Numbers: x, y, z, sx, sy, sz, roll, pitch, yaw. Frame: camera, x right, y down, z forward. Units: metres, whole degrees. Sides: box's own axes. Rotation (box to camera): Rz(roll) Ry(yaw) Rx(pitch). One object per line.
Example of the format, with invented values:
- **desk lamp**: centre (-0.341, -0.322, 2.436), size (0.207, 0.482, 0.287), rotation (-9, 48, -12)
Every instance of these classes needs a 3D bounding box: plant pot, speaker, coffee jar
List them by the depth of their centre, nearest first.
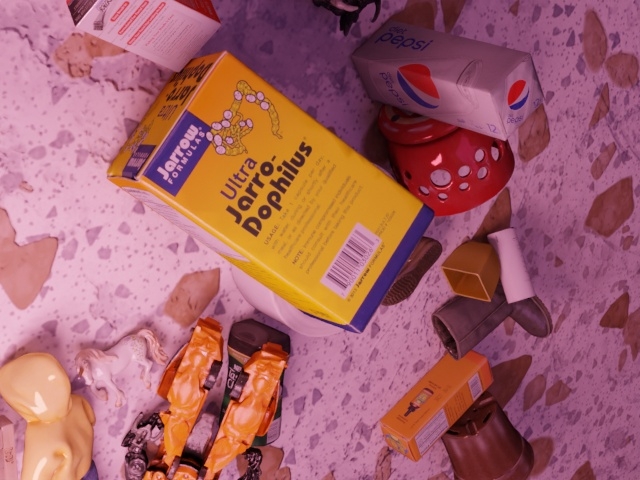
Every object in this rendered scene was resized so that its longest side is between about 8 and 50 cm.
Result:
- **coffee jar**: centre (-0.101, 0.216, 1.684), size (0.079, 0.096, 0.184), rotation (-13, 116, -49)
- **plant pot**: centre (0.194, -0.160, 1.735), size (0.191, 0.191, 0.174), rotation (-45, 130, -20)
- **plant pot**: centre (0.282, 0.049, 1.996), size (0.083, 0.081, 0.081), rotation (-57, 137, -27)
- **speaker**: centre (0.354, 0.047, 2.031), size (0.055, 0.055, 0.136), rotation (-14, 84, -40)
- **plant pot**: centre (0.307, 0.384, 2.120), size (0.167, 0.167, 0.165), rotation (-44, 124, -21)

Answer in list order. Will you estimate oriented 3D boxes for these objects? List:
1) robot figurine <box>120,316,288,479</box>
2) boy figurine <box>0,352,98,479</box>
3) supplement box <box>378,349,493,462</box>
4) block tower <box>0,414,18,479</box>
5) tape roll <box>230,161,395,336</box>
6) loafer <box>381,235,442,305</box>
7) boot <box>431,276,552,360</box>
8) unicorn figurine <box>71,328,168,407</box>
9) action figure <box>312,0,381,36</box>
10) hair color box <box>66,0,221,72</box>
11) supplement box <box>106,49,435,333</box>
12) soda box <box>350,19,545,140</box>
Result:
- **robot figurine**: centre (-0.165, 0.269, 1.605), size (0.211, 0.085, 0.291), rotation (23, 104, -4)
- **boy figurine**: centre (-0.354, 0.278, 1.456), size (0.177, 0.092, 0.285), rotation (-65, 149, -55)
- **supplement box**: centre (0.218, 0.300, 2.045), size (0.233, 0.078, 0.080), rotation (-39, 134, -24)
- **block tower**: centre (-0.536, 0.292, 1.303), size (0.335, 0.097, 0.091), rotation (-16, 119, -37)
- **tape roll**: centre (0.000, 0.000, 1.684), size (0.286, 0.100, 0.286), rotation (-20, 121, -36)
- **loafer**: centre (0.148, 0.051, 1.888), size (0.148, 0.050, 0.056), rotation (-45, 132, 1)
- **boot**: centre (0.324, 0.157, 2.059), size (0.208, 0.076, 0.189), rotation (-41, 98, -33)
- **unicorn figurine**: centre (-0.287, 0.177, 1.523), size (0.162, 0.060, 0.111), rotation (-46, 135, -42)
- **action figure**: centre (0.032, -0.389, 1.514), size (0.276, 0.141, 0.164), rotation (26, 77, -45)
- **hair color box**: centre (-0.216, -0.281, 1.356), size (0.093, 0.053, 0.167), rotation (-42, 144, 24)
- **supplement box**: centre (-0.066, -0.061, 1.433), size (0.356, 0.194, 0.195), rotation (36, 81, -22)
- **soda box**: centre (0.182, -0.240, 1.614), size (0.098, 0.286, 0.091), rotation (-44, 132, -19)
